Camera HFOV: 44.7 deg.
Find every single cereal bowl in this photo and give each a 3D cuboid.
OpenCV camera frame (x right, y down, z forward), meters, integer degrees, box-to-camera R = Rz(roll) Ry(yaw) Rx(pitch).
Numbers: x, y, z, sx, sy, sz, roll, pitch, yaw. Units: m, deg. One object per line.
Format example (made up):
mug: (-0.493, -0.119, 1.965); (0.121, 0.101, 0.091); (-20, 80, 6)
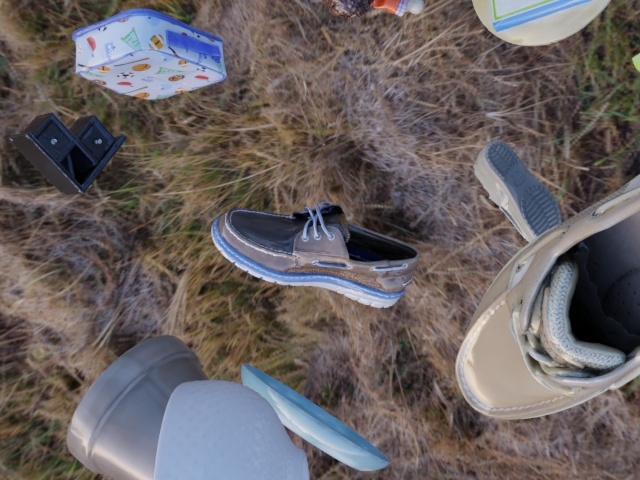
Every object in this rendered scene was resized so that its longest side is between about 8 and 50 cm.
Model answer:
cereal bowl: (-0.084, 0.324, 0.878); (0.141, 0.339, 0.339); (-3, 97, 3)

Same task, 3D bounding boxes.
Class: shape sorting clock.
shape sorting clock: (0.272, -0.336, 0.935); (0.206, 0.040, 0.206); (0, 91, 42)

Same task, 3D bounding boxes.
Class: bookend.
bookend: (-0.481, -0.196, 1.492); (0.156, 0.072, 0.157); (54, 51, -35)

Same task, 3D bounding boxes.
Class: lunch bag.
lunch bag: (-0.350, -0.393, 1.656); (0.243, 0.303, 0.115); (-12, 84, 30)

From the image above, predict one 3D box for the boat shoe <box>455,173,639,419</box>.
boat shoe: (0.160, 0.041, 0.476); (0.098, 0.302, 0.109); (-25, 73, -37)

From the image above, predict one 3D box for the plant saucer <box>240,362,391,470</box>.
plant saucer: (-0.018, 0.322, 1.390); (0.317, 0.317, 0.044); (33, 83, -4)

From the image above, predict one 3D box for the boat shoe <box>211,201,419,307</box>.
boat shoe: (0.000, 0.000, 0.664); (0.183, 0.066, 0.066); (15, 130, -23)

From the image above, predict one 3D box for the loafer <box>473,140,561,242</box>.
loafer: (0.435, -0.101, 1.726); (0.102, 0.092, 0.268); (-36, 96, -18)

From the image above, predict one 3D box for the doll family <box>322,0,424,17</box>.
doll family: (-0.012, -0.284, 0.633); (0.263, 0.163, 0.118); (36, 132, 17)

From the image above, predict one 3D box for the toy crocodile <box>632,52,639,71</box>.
toy crocodile: (0.652, -0.470, 1.430); (0.105, 0.115, 0.341); (10, 94, -10)

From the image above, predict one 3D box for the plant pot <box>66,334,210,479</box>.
plant pot: (-0.306, 0.406, 1.606); (0.280, 0.323, 0.323); (36, 96, 21)
